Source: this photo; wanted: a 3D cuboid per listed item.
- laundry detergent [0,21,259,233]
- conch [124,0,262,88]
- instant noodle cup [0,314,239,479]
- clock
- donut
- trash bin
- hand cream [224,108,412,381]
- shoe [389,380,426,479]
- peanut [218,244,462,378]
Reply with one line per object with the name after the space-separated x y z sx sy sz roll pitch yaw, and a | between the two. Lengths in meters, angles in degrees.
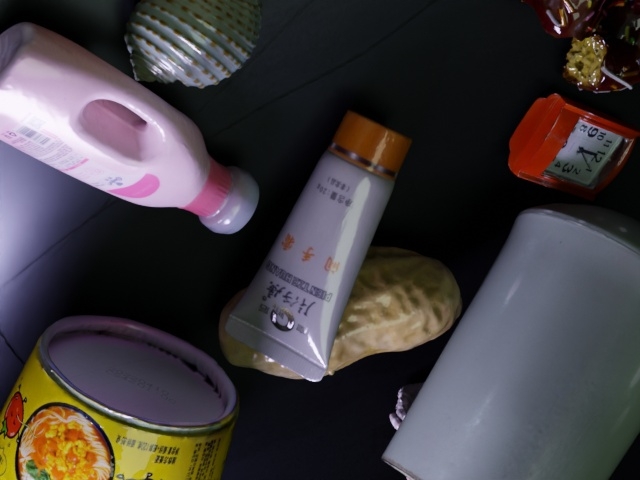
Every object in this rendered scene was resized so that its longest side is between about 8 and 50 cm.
-0.208 -0.106 1.182 0.335 0.088 0.159 29 140 -36 | laundry detergent
-0.125 -0.209 1.146 0.153 0.102 0.135 -23 151 4 | conch
-0.253 0.258 1.313 0.325 0.325 0.254 14 110 -29 | instant noodle cup
0.322 -0.121 1.411 0.155 0.061 0.113 16 117 -34 | clock
0.353 -0.277 1.284 0.216 0.096 0.230 -28 129 0 | donut
0.293 0.161 1.395 0.280 0.280 0.432 41 79 -38 | trash bin
0.000 0.000 1.309 0.314 0.139 0.089 -68 163 8 | hand cream
0.272 0.256 1.592 0.351 0.172 0.198 -27 126 -4 | shoe
0.025 0.092 1.401 0.313 0.149 0.149 -18 129 -4 | peanut
